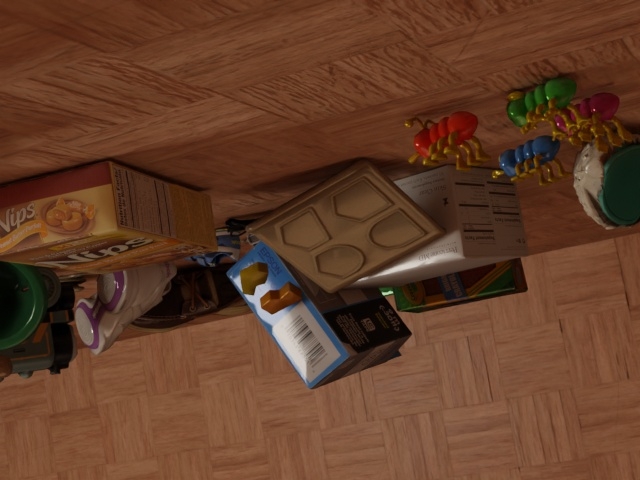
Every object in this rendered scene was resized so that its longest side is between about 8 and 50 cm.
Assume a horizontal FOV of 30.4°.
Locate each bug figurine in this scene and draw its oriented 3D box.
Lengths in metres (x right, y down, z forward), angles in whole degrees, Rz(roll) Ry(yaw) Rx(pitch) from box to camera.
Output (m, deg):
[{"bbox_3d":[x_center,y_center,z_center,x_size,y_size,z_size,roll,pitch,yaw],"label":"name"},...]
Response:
[{"bbox_3d":[0.243,-0.130,1.415,0.216,0.072,0.279,-23,161,36],"label":"bug figurine"}]

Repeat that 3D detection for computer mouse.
[{"bbox_3d":[-0.094,-0.015,1.963,0.106,0.042,0.193,-15,167,1],"label":"computer mouse"}]

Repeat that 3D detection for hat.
[{"bbox_3d":[-0.504,0.060,1.844,0.173,0.208,0.183,31,-159,-14],"label":"hat"}]

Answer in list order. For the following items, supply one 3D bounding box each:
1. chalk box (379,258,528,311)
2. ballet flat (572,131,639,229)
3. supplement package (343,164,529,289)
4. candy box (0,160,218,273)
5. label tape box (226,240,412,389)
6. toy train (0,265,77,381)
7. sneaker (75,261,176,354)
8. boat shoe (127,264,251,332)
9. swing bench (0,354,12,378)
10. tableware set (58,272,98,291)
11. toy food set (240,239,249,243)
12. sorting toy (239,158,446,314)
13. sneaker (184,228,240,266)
[{"bbox_3d":[0.223,0.037,2.221,0.289,0.180,0.179,-13,172,15],"label":"chalk box"},{"bbox_3d":[0.460,-0.095,1.783,0.147,0.147,0.409,-16,170,37],"label":"ballet flat"},{"bbox_3d":[0.161,-0.016,1.882,0.262,0.145,0.204,-16,170,37],"label":"supplement package"},{"bbox_3d":[-0.273,-0.021,1.494,0.183,0.087,0.316,-12,172,15],"label":"candy box"},{"bbox_3d":[0.028,0.100,1.988,0.106,0.240,0.333,-44,164,26],"label":"label tape box"},{"bbox_3d":[-0.570,0.151,2.003,0.334,0.190,0.142,-4,171,-36],"label":"toy train"},{"bbox_3d":[-0.361,0.123,2.200,0.152,0.114,0.305,-12,159,-35],"label":"sneaker"},{"bbox_3d":[-0.252,0.102,2.391,0.342,0.123,0.123,-4,157,-36],"label":"boat shoe"},{"bbox_3d":[-0.403,0.008,0.921,0.254,0.253,0.165,-13,171,20],"label":"swing bench"},{"bbox_3d":[-0.440,0.088,2.275,0.194,0.039,0.128,-8,172,-14],"label":"tableware set"},{"bbox_3d":[-0.035,0.002,2.157,0.192,0.038,0.132,-12,172,18],"label":"toy food set"},{"bbox_3d":[0.000,0.000,1.719,0.307,0.041,0.229,-29,138,25],"label":"sorting toy"},{"bbox_3d":[-0.202,0.018,1.987,0.144,0.059,0.053,-11,175,12],"label":"sneaker"}]
